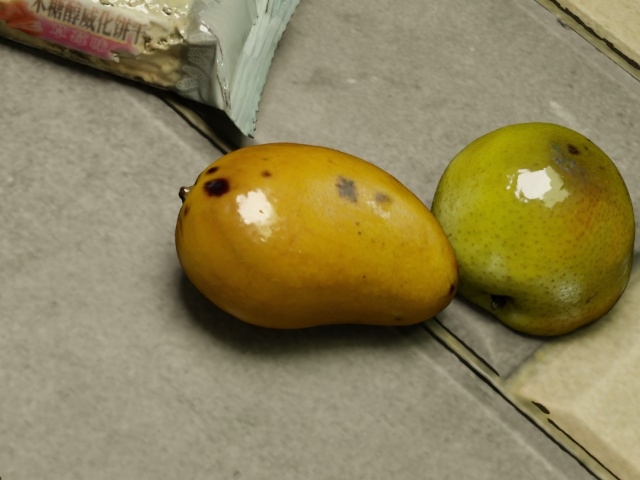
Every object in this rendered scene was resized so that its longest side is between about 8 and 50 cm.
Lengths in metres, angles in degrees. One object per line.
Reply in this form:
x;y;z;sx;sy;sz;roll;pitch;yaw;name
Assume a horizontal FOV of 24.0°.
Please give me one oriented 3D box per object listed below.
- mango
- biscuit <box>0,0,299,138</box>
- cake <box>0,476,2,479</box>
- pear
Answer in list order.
-0.002;-0.003;0.901;0.178;0.090;0.115;0;62;-25;mango
-0.165;-0.191;1.004;0.309;0.079;0.186;19;49;-3;biscuit
-0.182;0.143;0.701;0.100;0.099;0.235;-14;57;-32;cake
0.143;-0.017;0.962;0.141;0.104;0.141;9;53;-12;pear
